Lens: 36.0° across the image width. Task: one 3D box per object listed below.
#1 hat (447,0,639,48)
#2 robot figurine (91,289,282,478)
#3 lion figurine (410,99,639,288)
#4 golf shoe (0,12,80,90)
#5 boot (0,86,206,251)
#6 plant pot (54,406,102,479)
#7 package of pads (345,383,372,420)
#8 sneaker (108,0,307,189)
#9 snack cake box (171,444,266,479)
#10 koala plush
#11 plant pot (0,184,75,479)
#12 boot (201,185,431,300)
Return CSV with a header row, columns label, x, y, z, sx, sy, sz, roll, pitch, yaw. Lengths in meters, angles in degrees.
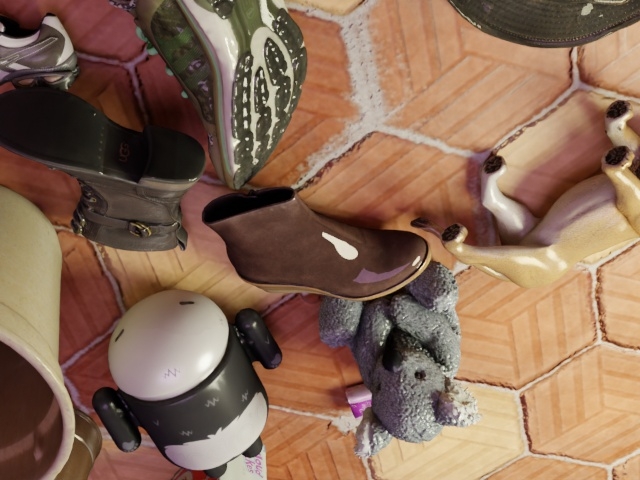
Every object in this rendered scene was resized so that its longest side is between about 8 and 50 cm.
label,x,y,z,sx,sy,sz,roll,pitch,yaw
hat,0.254,-0.317,0.996,0.331,0.134,0.331,-2,126,-3
robot figurine,-0.174,0.193,1.331,0.174,0.209,0.278,5,135,32
lion figurine,0.335,-0.024,1.240,0.392,0.142,0.240,-19,135,30
golf shoe,-0.369,-0.203,1.083,0.198,0.077,0.094,-9,117,-5
boot,-0.264,-0.060,1.146,0.263,0.091,0.229,17,151,-13
plant pot,-0.412,0.349,1.432,0.167,0.165,0.167,-1,127,-2
package of pads,0.083,0.232,1.462,0.083,0.032,0.050,-17,124,8
sneaker,-0.134,-0.233,1.059,0.182,0.158,0.410,21,142,26
snack cake box,-0.188,0.432,1.519,0.089,0.152,0.264,27,121,-23
koala plush,0.119,0.180,1.306,0.196,0.221,0.203,-19,126,10
plant pot,-0.434,0.098,1.152,0.334,0.305,0.333,-2,127,-2
boot,0.000,0.000,1.209,0.248,0.090,0.207,-9,151,12
